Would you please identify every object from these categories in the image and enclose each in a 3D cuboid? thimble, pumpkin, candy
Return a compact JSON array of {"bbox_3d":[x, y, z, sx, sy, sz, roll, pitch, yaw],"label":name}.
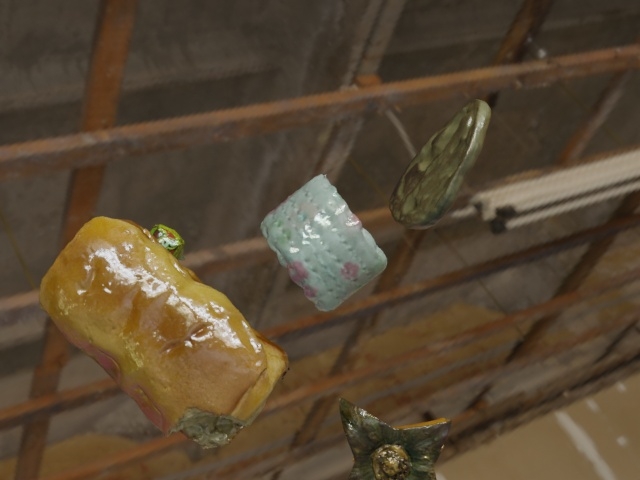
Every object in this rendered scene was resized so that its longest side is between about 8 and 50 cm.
[{"bbox_3d":[0.000,0.000,1.715,0.149,0.211,0.185,-37,-43,2],"label":"thimble"},{"bbox_3d":[0.176,0.543,2.587,0.095,0.290,0.258,-61,-22,-83],"label":"pumpkin"},{"bbox_3d":[-0.283,0.023,1.941,0.262,0.073,0.077,92,-159,-84],"label":"candy"}]

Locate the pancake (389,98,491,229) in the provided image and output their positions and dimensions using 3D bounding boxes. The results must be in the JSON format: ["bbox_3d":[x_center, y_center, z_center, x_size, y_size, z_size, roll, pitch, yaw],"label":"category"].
[{"bbox_3d":[0.226,-0.136,1.956,0.049,0.294,0.294,30,-62,-15],"label":"pancake"}]

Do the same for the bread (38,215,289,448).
[{"bbox_3d":[-0.212,0.126,1.393,0.195,0.344,0.149,-52,-9,11],"label":"bread"}]
